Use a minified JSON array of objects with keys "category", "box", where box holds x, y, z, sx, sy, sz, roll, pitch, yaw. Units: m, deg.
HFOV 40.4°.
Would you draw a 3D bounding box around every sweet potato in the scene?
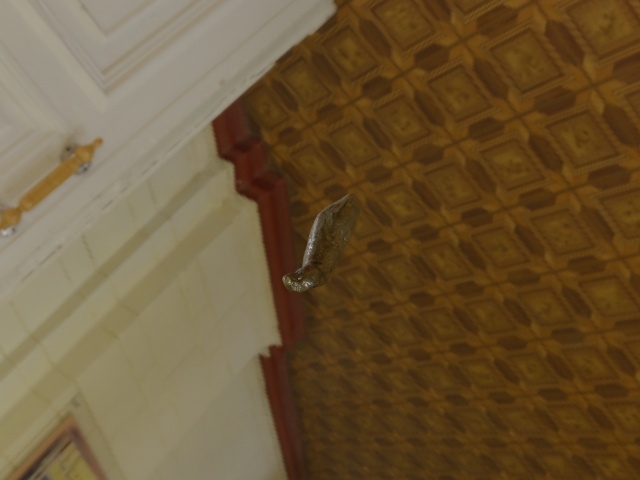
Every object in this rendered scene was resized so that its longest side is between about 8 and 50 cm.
[{"category":"sweet potato","box":[0.002,0.006,0.767,0.038,0.153,0.041,-13,117,32]}]
